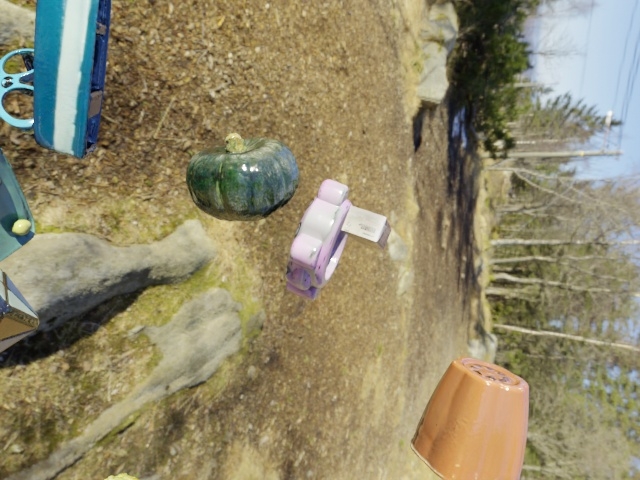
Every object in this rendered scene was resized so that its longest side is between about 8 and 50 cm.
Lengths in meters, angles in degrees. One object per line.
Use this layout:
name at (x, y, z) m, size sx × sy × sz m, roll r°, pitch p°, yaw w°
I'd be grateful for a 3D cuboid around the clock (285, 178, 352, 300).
clock at (0.000, 0.000, 0.961) m, size 0.248 × 0.090 × 0.228 m, roll 88°, pitch 25°, yaw -69°

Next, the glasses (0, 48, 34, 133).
glasses at (-0.590, -0.296, 0.980) m, size 0.207 × 0.102 × 0.239 m, roll 37°, pitch 28°, yaw -61°

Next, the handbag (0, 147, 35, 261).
handbag at (-0.580, -0.034, 0.676) m, size 0.269 × 0.100 × 0.274 m, roll 103°, pitch 12°, yaw -46°

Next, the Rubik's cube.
Rubik's cube at (-1.016, 0.203, 1.286) m, size 0.248 × 0.250 × 0.246 m, roll -39°, pitch 169°, yaw -22°

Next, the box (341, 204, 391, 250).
box at (0.065, -0.015, 0.602) m, size 0.117 × 0.050 × 0.036 m, roll 30°, pitch 80°, yaw -78°

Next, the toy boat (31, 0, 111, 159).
toy boat at (-0.274, -0.244, 0.503) m, size 0.096 × 0.061 × 0.300 m, roll -124°, pitch -134°, yaw -65°

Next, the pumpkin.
pumpkin at (-0.142, -0.121, 0.831) m, size 0.211 × 0.211 × 0.152 m, roll -37°, pitch 138°, yaw -59°

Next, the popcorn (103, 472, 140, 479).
popcorn at (-0.411, 0.534, 0.887) m, size 0.162 × 0.141 × 0.136 m, roll 32°, pitch 19°, yaw -23°

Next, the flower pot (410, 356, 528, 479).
flower pot at (0.271, 0.306, 0.781) m, size 0.190 × 0.190 × 0.174 m, roll 7°, pitch 99°, yaw -66°
